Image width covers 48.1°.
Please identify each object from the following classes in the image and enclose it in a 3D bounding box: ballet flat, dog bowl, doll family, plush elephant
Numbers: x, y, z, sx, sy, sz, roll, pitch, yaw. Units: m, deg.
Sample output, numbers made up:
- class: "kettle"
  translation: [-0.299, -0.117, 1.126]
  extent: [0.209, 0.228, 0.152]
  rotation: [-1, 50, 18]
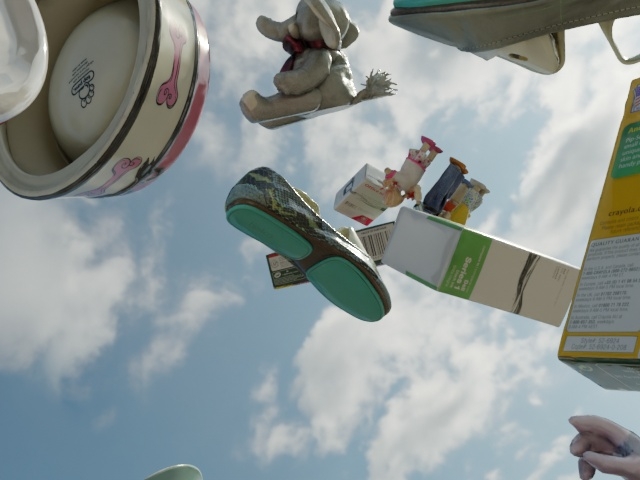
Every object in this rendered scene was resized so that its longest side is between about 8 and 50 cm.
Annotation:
- class: "ballet flat"
  translation: [0.000, 0.000, 0.639]
  extent: [0.188, 0.070, 0.070]
  rotation: [41, -88, -27]
- class: "dog bowl"
  translation: [-0.336, -0.247, 1.091]
  extent: [0.150, 0.408, 0.407]
  rotation: [17, -71, -54]
- class: "doll family"
  translation: [0.213, -0.057, 1.278]
  extent: [0.163, 0.118, 0.263]
  rotation: [-56, -41, 1]
- class: "plush elephant"
  translation: [-0.026, -0.393, 1.495]
  extent: [0.330, 0.272, 0.255]
  rotation: [-12, -86, 12]
- class: "ballet flat"
  translation: [0.146, -0.126, 0.398]
  extent: [0.213, 0.072, 0.068]
  rotation: [-9, -65, 18]

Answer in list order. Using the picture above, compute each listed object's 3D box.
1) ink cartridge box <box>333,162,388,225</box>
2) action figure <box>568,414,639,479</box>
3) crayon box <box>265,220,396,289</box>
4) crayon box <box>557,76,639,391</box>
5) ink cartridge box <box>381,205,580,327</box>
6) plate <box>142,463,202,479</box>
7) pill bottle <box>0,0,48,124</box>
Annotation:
- class: "ink cartridge box"
  translation: [0.120, -0.117, 1.851]
  extent: [0.109, 0.063, 0.150]
  rotation: [26, -42, -20]
- class: "action figure"
  translation: [0.105, 0.201, 0.219]
  extent: [0.248, 0.275, 0.370]
  rotation: [-5, -35, -42]
- class: "crayon box"
  translation: [0.084, 0.034, 1.943]
  extent: [0.363, 0.106, 0.313]
  rotation: [-15, -2, 20]
- class: "crayon box"
  translation: [0.355, -0.024, 0.641]
  extent: [0.083, 0.203, 0.322]
  rotation: [31, -112, -25]
- class: "ink cartridge box"
  translation: [0.223, 0.036, 1.000]
  extent: [0.220, 0.160, 0.092]
  rotation: [18, -85, -25]
- class: "plate"
  translation: [-0.196, 0.329, 0.785]
  extent: [0.188, 0.024, 0.188]
  rotation: [-37, -34, -31]
- class: "pill bottle"
  translation: [-0.463, -0.155, 0.689]
  extent: [0.363, 0.210, 0.210]
  rotation: [-18, -40, 25]
